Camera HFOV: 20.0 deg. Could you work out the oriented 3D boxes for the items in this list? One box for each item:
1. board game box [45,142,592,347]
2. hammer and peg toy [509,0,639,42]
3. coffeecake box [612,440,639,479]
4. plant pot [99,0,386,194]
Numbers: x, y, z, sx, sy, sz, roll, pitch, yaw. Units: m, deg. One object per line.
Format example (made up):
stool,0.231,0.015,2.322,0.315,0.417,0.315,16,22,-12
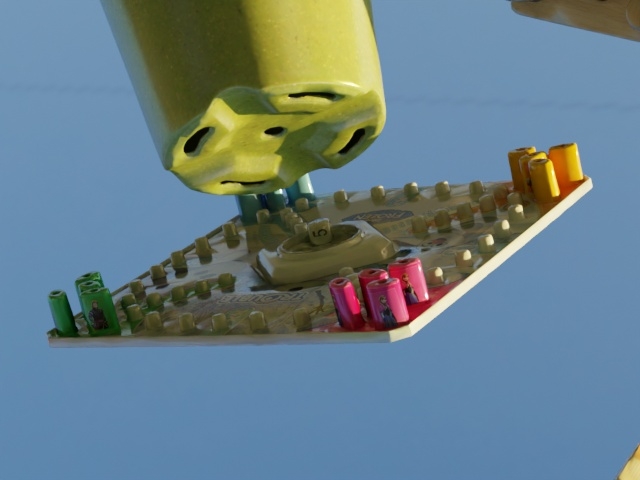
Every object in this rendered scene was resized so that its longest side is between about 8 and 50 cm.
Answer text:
board game box,0.000,0.000,1.685,0.390,0.050,0.390,-3,-161,34
hammer and peg toy,0.353,-0.326,1.902,0.127,0.266,0.361,-7,-160,-43
coffeecake box,0.251,0.261,1.364,0.142,0.185,0.068,34,-143,10
plant pot,-0.064,-0.185,1.452,0.276,0.276,0.254,-14,-113,1
